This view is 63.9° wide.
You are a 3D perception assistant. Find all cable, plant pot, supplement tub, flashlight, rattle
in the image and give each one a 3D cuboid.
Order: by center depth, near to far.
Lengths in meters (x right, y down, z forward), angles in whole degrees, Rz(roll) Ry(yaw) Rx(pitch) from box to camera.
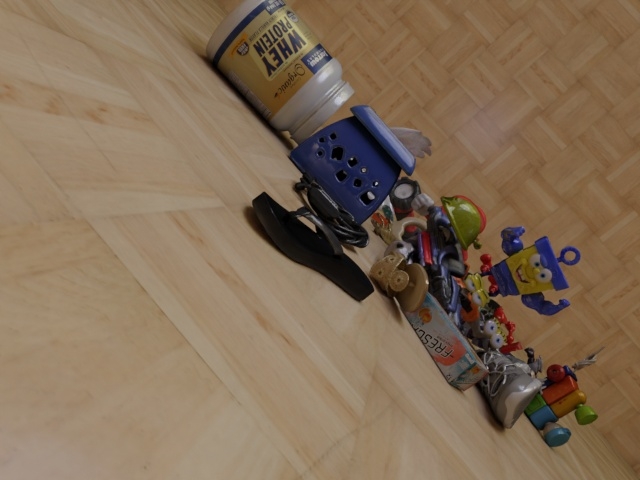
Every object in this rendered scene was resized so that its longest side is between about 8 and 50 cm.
[{"bbox_3d":[0.023,-0.054,0.994,0.184,0.047,0.150,44,8,-7],"label":"cable"},{"bbox_3d":[0.094,-0.188,1.239,0.236,0.212,0.236,49,12,-1],"label":"plant pot"},{"bbox_3d":[-0.091,-0.412,1.243,0.316,0.228,0.228,45,12,-11],"label":"supplement tub"},{"bbox_3d":[0.253,-0.016,1.610,0.199,0.130,0.143,22,-7,12],"label":"rattle"},{"bbox_3d":[0.296,-0.083,1.691,0.103,0.103,0.304,59,0,36],"label":"flashlight"}]

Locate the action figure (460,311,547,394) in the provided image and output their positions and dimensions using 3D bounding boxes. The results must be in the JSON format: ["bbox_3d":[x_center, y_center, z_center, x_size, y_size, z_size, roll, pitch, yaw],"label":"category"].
[{"bbox_3d":[0.436,0.272,1.244,0.185,0.099,0.285,24,17,-31],"label":"action figure"}]

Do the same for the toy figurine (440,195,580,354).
[{"bbox_3d":[0.425,0.034,1.083,0.191,0.217,0.363,-12,80,-59],"label":"toy figurine"}]

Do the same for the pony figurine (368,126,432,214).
[{"bbox_3d":[0.183,-0.278,1.814,0.350,0.303,0.363,16,18,1],"label":"pony figurine"}]

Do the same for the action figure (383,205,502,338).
[{"bbox_3d":[0.262,0.117,1.149,0.330,0.178,0.341,35,44,-26],"label":"action figure"}]

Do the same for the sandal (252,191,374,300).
[{"bbox_3d":[0.000,0.000,0.697,0.254,0.054,0.097,36,17,-46],"label":"sandal"}]

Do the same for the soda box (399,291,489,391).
[{"bbox_3d":[0.214,0.171,0.906,0.063,0.058,0.183,37,16,-42],"label":"soda box"}]

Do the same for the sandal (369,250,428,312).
[{"bbox_3d":[0.126,0.065,0.948,0.079,0.088,0.240,15,10,-6],"label":"sandal"}]

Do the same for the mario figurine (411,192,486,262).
[{"bbox_3d":[0.304,0.004,1.354,0.198,0.320,0.170,21,55,2],"label":"mario figurine"}]

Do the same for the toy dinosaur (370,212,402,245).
[{"bbox_3d":[0.190,-0.022,1.479,0.183,0.053,0.093,24,42,-46],"label":"toy dinosaur"}]

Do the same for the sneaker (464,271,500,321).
[{"bbox_3d":[0.567,0.210,1.977,0.283,0.110,0.122,46,-6,-22],"label":"sneaker"}]

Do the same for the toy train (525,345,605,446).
[{"bbox_3d":[0.604,0.368,1.215,0.105,0.248,0.143,40,19,-35],"label":"toy train"}]

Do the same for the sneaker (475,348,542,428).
[{"bbox_3d":[0.335,0.272,0.983,0.115,0.105,0.281,36,2,13],"label":"sneaker"}]

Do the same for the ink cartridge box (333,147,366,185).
[{"bbox_3d":[0.070,-0.234,1.531,0.158,0.092,0.218,45,21,-14],"label":"ink cartridge box"}]
